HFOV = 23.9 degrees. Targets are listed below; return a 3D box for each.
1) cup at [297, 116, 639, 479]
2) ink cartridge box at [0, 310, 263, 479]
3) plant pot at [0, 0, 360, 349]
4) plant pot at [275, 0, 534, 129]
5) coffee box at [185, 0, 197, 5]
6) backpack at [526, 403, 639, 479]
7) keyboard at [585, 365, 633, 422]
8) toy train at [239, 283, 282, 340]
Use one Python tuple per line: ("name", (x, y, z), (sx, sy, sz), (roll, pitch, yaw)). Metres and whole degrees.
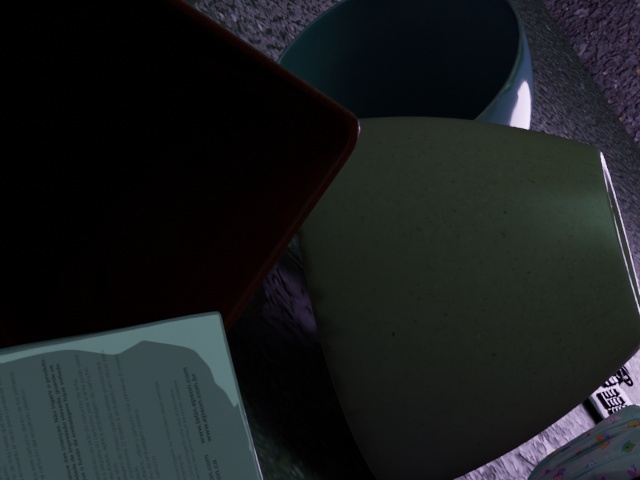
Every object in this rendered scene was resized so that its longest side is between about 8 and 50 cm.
("cup", (0.143, 0.032, 1.287), (0.331, 0.237, 0.331), (-15, 90, -78))
("ink cartridge box", (-0.127, 0.162, 0.765), (0.224, 0.045, 0.223), (-9, 81, -33))
("plant pot", (-0.191, -0.056, 0.864), (0.267, 0.267, 0.236), (30, 8, -44))
("plant pot", (0.106, -0.117, 1.621), (0.195, 0.290, 0.290), (58, 10, -43))
("coffee box", (-0.190, -0.419, 1.351), (0.338, 0.334, 0.337), (37, 24, -19))
("backpack", (0.279, 0.246, 1.448), (0.152, 0.182, 0.115), (32, 27, -41))
("keyboard", (0.331, 0.116, 2.011), (0.317, 0.033, 0.201), (58, 21, 17))
("toy train", (-0.072, -0.033, 1.203), (0.248, 0.143, 0.105), (46, 44, -14))
